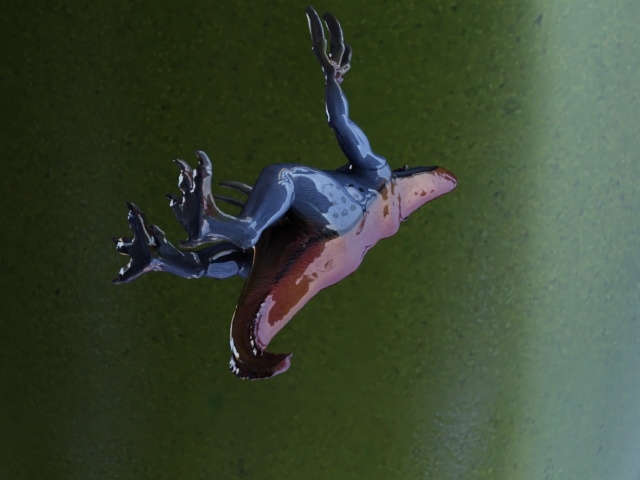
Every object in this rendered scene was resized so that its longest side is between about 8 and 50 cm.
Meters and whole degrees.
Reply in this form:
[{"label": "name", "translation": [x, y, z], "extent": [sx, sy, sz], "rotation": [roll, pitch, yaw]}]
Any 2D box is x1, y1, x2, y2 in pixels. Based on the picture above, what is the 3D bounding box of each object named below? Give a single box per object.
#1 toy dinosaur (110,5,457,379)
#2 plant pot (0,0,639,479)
[{"label": "toy dinosaur", "translation": [0.000, 0.000, 0.375], "extent": [0.047, 0.082, 0.090], "rotation": [-51, -131, 40]}, {"label": "plant pot", "translation": [-0.010, -0.015, 0.656], "extent": [0.366, 0.366, 0.352], "rotation": [5, -85, 36]}]
